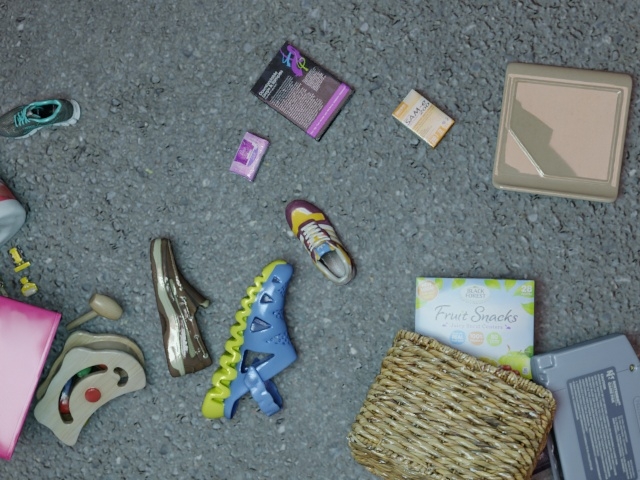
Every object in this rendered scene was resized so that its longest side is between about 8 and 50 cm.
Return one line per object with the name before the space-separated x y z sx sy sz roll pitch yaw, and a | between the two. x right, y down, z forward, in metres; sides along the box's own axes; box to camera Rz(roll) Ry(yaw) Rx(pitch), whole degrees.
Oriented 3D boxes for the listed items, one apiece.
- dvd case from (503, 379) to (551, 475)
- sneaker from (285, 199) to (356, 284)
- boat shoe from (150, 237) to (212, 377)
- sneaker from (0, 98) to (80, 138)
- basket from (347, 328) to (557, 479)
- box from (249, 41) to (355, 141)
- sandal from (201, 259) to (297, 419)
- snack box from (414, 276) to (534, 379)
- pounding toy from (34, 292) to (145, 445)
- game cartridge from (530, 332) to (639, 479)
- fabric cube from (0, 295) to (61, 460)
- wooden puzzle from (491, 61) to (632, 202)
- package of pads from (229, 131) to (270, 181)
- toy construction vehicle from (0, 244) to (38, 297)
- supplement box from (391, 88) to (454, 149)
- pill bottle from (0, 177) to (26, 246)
dvd case | 0.355 0.339 1.611 0.221 0.018 0.164 -27 86 5
sneaker | 0.000 0.000 1.631 0.069 0.084 0.185 -40 85 4
boat shoe | -0.252 0.118 1.664 0.095 0.095 0.257 -10 93 -7
sneaker | -0.546 -0.239 1.709 0.166 0.076 0.065 -16 86 6
basket | 0.226 0.328 1.540 0.299 0.213 0.223 20 66 20
box | -0.035 -0.276 1.672 0.162 0.029 0.116 37 92 5
sandal | -0.102 0.189 1.628 0.138 0.126 0.317 19 99 4
snack box | 0.272 0.152 1.595 0.207 0.070 0.174 2 89 11
pounding toy | -0.416 0.234 1.684 0.154 0.155 0.269 28 102 -21
game cartridge | 0.480 0.318 1.544 0.198 0.062 0.297 -13 92 -19
fabric cube | -0.614 0.211 1.557 0.258 0.259 0.254 18 79 -13
wooden puzzle | 0.429 -0.193 1.610 0.221 0.044 0.239 8 85 7
package of pads | -0.133 -0.156 1.678 0.050 0.032 0.083 24 91 6
toy construction vehicle | -0.590 0.072 1.730 0.086 0.035 0.098 -31 88 -6
supplement box | 0.186 -0.220 1.639 0.098 0.036 0.062 38 92 7
pill bottle | -0.712 -0.121 1.675 0.176 0.176 0.318 -40 84 4
